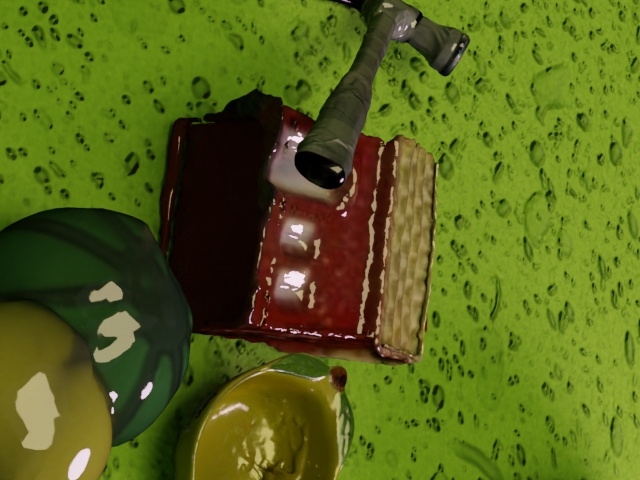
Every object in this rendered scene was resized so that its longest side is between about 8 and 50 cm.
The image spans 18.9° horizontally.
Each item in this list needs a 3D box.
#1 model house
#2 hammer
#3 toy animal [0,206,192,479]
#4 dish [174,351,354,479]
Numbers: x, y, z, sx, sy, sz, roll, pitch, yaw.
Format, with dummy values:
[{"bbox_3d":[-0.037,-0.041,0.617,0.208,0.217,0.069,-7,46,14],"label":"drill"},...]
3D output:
[{"bbox_3d":[0.000,0.000,1.638,0.254,0.160,0.196,15,77,-41],"label":"model house"},{"bbox_3d":[0.041,-0.131,1.597,0.152,0.044,0.427,31,24,-7],"label":"hammer"},{"bbox_3d":[-0.222,0.112,1.413,0.338,0.191,0.216,-45,114,-34],"label":"toy animal"},{"bbox_3d":[-0.061,0.178,1.620,0.208,0.080,0.149,-45,115,-32],"label":"dish"}]
